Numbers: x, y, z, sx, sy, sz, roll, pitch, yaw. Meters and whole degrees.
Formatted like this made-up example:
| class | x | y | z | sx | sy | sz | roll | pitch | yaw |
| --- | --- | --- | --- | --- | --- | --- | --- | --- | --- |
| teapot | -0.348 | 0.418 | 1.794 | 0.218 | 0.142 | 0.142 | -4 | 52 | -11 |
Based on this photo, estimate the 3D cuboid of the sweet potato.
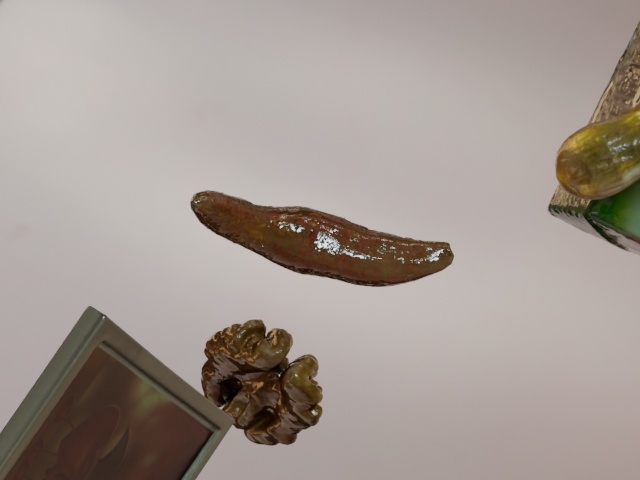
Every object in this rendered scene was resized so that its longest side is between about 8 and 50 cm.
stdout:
| class | x | y | z | sx | sy | sz | roll | pitch | yaw |
| --- | --- | --- | --- | --- | --- | --- | --- | --- | --- |
| sweet potato | -0.007 | 0.000 | 1.081 | 0.078 | 0.255 | 0.058 | -7 | -109 | 62 |

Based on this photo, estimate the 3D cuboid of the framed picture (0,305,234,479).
| class | x | y | z | sx | sy | sz | roll | pitch | yaw |
| --- | --- | --- | --- | --- | --- | --- | --- | --- | --- |
| framed picture | -0.168 | 0.182 | 0.919 | 0.211 | 0.020 | 0.289 | -56 | 158 | -11 |

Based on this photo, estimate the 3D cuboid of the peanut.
| class | x | y | z | sx | sy | sz | roll | pitch | yaw |
| --- | --- | --- | --- | --- | --- | --- | --- | --- | --- |
| peanut | 0.350 | -0.108 | 1.361 | 0.206 | 0.087 | 0.087 | -26 | 178 | 9 |

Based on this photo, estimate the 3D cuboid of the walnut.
| class | x | y | z | sx | sy | sz | roll | pitch | yaw |
| --- | --- | --- | --- | --- | --- | --- | --- | --- | --- |
| walnut | -0.059 | 0.146 | 1.339 | 0.069 | 0.143 | 0.170 | -46 | 180 | -38 |

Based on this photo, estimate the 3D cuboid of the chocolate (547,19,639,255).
| class | x | y | z | sx | sy | sz | roll | pitch | yaw |
| --- | --- | --- | --- | --- | --- | --- | --- | --- | --- |
| chocolate | 0.500 | -0.114 | 1.488 | 0.161 | 0.341 | 0.360 | -65 | 180 | -81 |
